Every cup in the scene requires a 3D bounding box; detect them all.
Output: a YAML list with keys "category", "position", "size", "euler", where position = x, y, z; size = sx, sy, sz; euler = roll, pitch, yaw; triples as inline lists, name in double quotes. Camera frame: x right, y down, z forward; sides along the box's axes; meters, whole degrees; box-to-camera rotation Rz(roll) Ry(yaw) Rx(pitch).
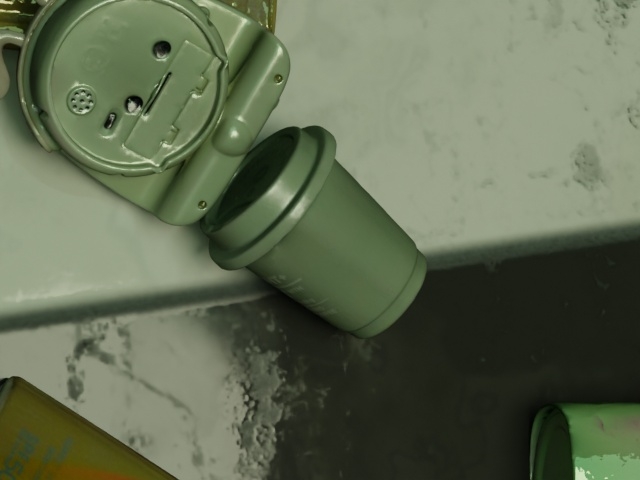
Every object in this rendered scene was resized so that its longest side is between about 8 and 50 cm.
- category: "cup"
  position: [0.000, 0.000, 1.213]
  size: [0.141, 0.120, 0.120]
  euler: [42, 73, -19]

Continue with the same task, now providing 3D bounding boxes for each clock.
- category: "clock"
  position: [-0.129, -0.110, 1.173]
  size: [0.191, 0.062, 0.151]
  euler: [28, 97, -24]

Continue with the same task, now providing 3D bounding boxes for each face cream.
- category: "face cream"
  position: [-0.121, 0.219, 1.163]
  size: [0.285, 0.067, 0.139]
  euler: [35, 55, -13]

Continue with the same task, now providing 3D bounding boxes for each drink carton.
- category: "drink carton"
  position: [0.231, 0.174, 1.261]
  size: [0.142, 0.146, 0.144]
  euler: [0, 84, -10]

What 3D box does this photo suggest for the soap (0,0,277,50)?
- category: "soap"
  position: [-0.149, -0.173, 1.218]
  size: [0.252, 0.037, 0.092]
  euler: [3, 85, -18]
